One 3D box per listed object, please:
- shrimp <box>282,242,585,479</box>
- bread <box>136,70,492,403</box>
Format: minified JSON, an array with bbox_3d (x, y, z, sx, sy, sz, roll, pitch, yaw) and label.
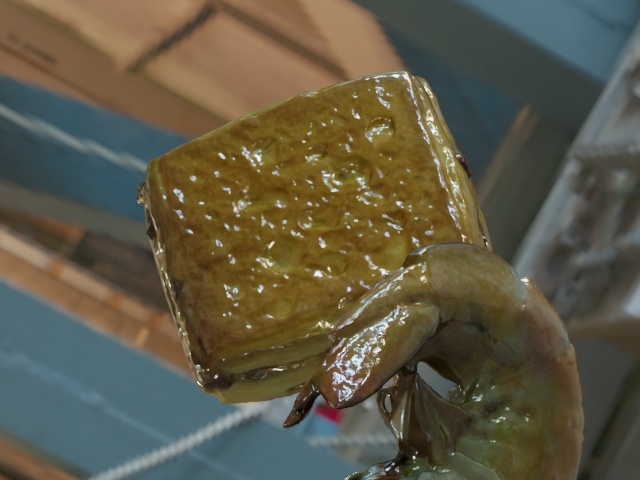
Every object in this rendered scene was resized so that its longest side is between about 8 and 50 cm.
[{"bbox_3d":[0.025,0.092,0.782,0.068,0.150,0.248,-1,22,45],"label":"shrimp"},{"bbox_3d":[0.000,0.000,1.408,0.099,0.235,0.210,65,-175,-58],"label":"bread"}]
